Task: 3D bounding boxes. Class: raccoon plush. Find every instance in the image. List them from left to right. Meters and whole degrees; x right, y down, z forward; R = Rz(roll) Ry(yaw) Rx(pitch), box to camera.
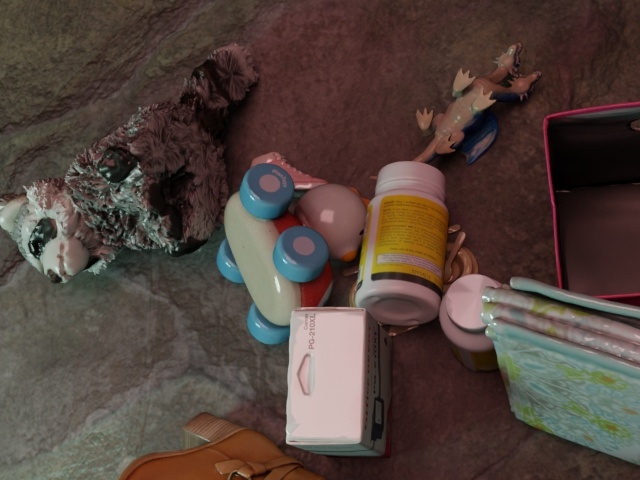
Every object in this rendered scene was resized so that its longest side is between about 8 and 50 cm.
[{"bbox_3d":[-0.283,-0.101,1.854,0.299,0.216,0.446,-11,26,34],"label":"raccoon plush"}]

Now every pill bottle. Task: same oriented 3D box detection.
[{"bbox_3d":[0.117,0.002,1.678,0.119,0.119,0.209,2,62,13],"label":"pill bottle"},{"bbox_3d":[0.214,0.108,1.618,0.103,0.184,0.103,-4,70,11],"label":"pill bottle"}]

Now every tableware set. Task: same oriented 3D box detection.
[{"bbox_3d":[0.132,0.060,1.734,0.194,0.039,0.128,-22,67,4],"label":"tableware set"}]

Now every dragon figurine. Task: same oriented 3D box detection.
[{"bbox_3d":[0.209,-0.170,1.778,0.085,0.144,0.289,44,103,21],"label":"dragon figurine"}]

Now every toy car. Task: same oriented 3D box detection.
[{"bbox_3d":[0.000,0.000,1.730,0.237,0.219,0.210,-17,64,-25],"label":"toy car"}]

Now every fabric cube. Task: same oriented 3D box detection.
[{"bbox_3d":[0.432,-0.012,1.576,0.254,0.258,0.259,-5,69,12],"label":"fabric cube"}]

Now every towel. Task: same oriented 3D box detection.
[{"bbox_3d":[0.388,0.181,1.462,0.374,0.320,0.090,18,67,26],"label":"towel"}]

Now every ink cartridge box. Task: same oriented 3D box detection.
[{"bbox_3d":[0.030,0.193,1.591,0.100,0.237,0.172,-1,76,12],"label":"ink cartridge box"}]

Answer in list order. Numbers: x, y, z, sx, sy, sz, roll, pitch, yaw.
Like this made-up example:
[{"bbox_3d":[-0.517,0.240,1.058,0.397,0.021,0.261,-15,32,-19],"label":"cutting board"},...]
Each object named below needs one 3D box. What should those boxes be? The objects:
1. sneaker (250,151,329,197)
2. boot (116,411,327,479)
[{"bbox_3d":[-0.048,-0.102,1.829,0.134,0.051,0.070,1,75,17],"label":"sneaker"},{"bbox_3d":[-0.144,0.360,1.601,0.220,0.109,0.283,24,38,27],"label":"boot"}]
